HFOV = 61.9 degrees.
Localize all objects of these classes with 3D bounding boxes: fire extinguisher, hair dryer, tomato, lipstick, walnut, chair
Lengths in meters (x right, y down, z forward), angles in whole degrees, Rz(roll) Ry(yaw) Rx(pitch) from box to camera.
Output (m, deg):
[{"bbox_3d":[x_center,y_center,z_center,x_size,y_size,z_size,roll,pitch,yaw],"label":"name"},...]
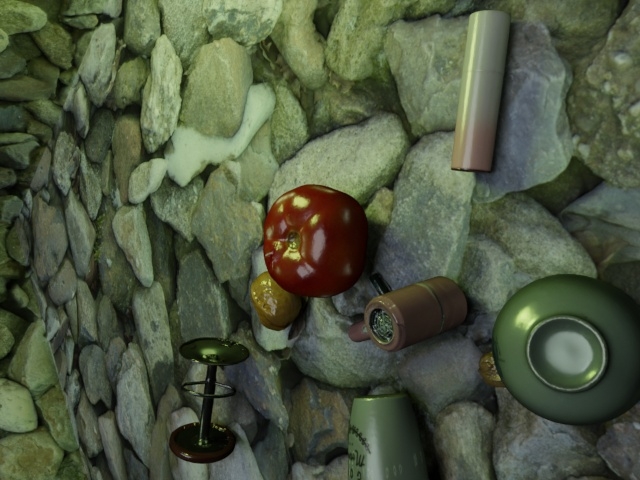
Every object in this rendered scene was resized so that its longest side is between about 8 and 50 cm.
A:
[{"bbox_3d":[0.157,0.122,1.359,0.038,0.025,0.083,-35,65,12],"label":"fire extinguisher"},{"bbox_3d":[0.152,0.200,1.263,0.352,0.210,0.125,-36,71,53],"label":"hair dryer"},{"bbox_3d":[0.000,0.000,1.367,0.298,0.226,0.299,-8,78,40],"label":"tomato"},{"bbox_3d":[0.342,-0.311,1.142,0.087,0.087,0.327,12,98,42],"label":"lipstick"},{"bbox_3d":[0.378,0.269,1.119,0.096,0.082,0.079,-14,107,30],"label":"walnut"},{"bbox_3d":[-0.361,0.536,1.708,0.226,0.226,0.401,17,103,41],"label":"chair"},{"bbox_3d":[-0.131,0.168,1.549,0.144,0.144,0.180,-54,52,28],"label":"walnut"}]

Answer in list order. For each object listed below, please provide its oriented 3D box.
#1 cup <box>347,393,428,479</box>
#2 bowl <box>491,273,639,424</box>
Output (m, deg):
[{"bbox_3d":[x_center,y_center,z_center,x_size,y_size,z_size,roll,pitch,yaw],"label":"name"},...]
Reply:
[{"bbox_3d":[0.141,0.498,1.298,0.258,0.186,0.234,140,128,-66],"label":"cup"},{"bbox_3d":[0.446,0.201,0.966,0.289,0.146,0.289,-4,82,28],"label":"bowl"}]
